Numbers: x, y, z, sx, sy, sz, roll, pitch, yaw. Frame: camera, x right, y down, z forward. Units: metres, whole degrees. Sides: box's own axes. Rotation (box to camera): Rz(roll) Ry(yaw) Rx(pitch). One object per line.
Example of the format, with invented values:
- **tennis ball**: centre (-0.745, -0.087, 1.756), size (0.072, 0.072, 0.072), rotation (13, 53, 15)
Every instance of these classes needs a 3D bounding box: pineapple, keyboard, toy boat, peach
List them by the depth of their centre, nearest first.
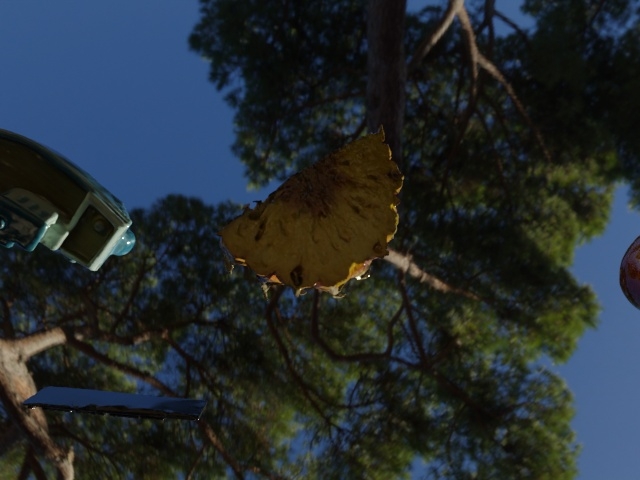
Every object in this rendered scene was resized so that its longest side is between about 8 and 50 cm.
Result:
- **toy boat**: centre (-0.290, -0.044, 0.770), size (0.215, 0.088, 0.102), rotation (38, -162, -7)
- **keyboard**: centre (-0.231, 0.188, 0.879), size (0.196, 0.074, 0.015), rotation (5, -90, 1)
- **pineapple**: centre (-0.004, 0.003, 0.898), size (0.249, 0.164, 0.140), rotation (-36, -98, -35)
- **peach**: centre (0.628, 0.053, 1.373), size (0.184, 0.184, 0.184), rotation (4, -121, -7)
